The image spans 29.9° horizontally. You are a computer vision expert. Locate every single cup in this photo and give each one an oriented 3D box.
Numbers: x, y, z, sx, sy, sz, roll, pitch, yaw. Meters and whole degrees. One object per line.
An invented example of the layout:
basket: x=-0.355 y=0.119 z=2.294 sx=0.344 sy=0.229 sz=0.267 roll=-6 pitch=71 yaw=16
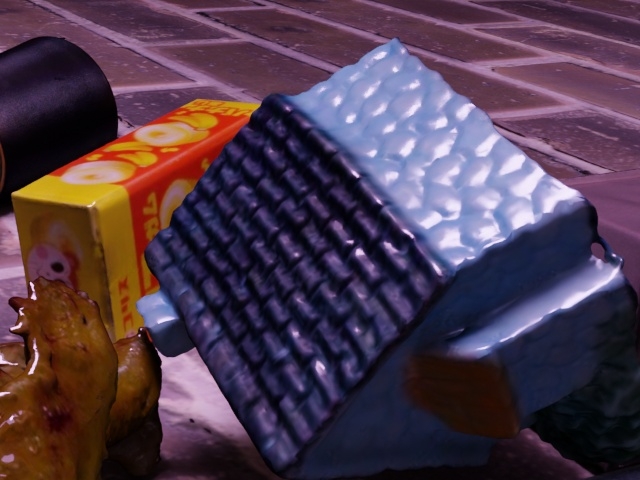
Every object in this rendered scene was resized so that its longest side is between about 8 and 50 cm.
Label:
cup: x=-0.371 y=-0.143 z=1.322 sx=0.239 sy=0.166 sz=0.177 roll=34 pitch=34 yaw=13

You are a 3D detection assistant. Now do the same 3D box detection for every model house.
model house: x=0.032 y=0.056 z=0.735 sx=0.241 sy=0.226 sz=0.261 roll=-27 pitch=39 yaw=-10

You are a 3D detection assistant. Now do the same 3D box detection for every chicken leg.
chicken leg: x=-0.162 y=0.105 z=0.623 sx=0.140 sy=0.211 sz=0.361 roll=33 pitch=25 yaw=0

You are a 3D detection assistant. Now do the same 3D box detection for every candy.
candy: x=-0.137 y=-0.018 z=1.037 sx=0.088 sy=0.146 sz=0.276 roll=9 pitch=27 yaw=25

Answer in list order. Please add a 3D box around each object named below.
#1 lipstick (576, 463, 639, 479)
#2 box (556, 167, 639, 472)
lipstick: x=0.220 y=0.169 z=0.700 sx=0.290 sy=0.076 sz=0.077 roll=-6 pitch=23 yaw=-24
box: x=0.272 y=0.045 z=0.899 sx=0.252 sy=0.188 sz=0.153 roll=-5 pitch=21 yaw=-28
